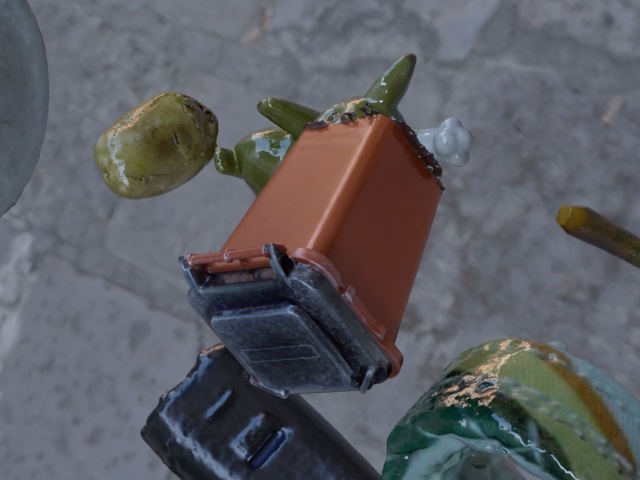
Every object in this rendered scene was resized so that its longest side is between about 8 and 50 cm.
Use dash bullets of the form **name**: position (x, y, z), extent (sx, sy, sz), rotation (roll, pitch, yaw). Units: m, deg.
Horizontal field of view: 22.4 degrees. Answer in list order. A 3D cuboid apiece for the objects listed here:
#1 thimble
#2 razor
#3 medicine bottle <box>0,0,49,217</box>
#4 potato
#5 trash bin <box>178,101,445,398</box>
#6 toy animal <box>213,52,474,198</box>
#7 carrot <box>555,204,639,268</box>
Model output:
- **thimble**: position (0.210, 0.239, 1.573), extent (0.288, 0.167, 0.254), rotation (40, 136, 10)
- **razor**: position (-0.065, 0.287, 2.081), extent (0.327, 0.107, 0.189), rotation (41, 73, 16)
- **medicine bottle**: position (-0.275, -0.072, 0.683), extent (0.324, 0.124, 0.179), rotation (9, 79, 25)
- **potato**: position (-0.183, -0.108, 1.836), extent (0.107, 0.170, 0.080), rotation (48, 143, 14)
- **trash bin**: position (0.000, 0.000, 1.447), extent (0.161, 0.184, 0.239), rotation (-8, 44, 39)
- **toy animal**: position (0.017, -0.104, 1.974), extent (0.363, 0.180, 0.181), rotation (-36, 70, 57)
- **carrot**: position (0.352, 0.001, 1.921), extent (0.042, 0.170, 0.042), rotation (-44, 31, 37)
